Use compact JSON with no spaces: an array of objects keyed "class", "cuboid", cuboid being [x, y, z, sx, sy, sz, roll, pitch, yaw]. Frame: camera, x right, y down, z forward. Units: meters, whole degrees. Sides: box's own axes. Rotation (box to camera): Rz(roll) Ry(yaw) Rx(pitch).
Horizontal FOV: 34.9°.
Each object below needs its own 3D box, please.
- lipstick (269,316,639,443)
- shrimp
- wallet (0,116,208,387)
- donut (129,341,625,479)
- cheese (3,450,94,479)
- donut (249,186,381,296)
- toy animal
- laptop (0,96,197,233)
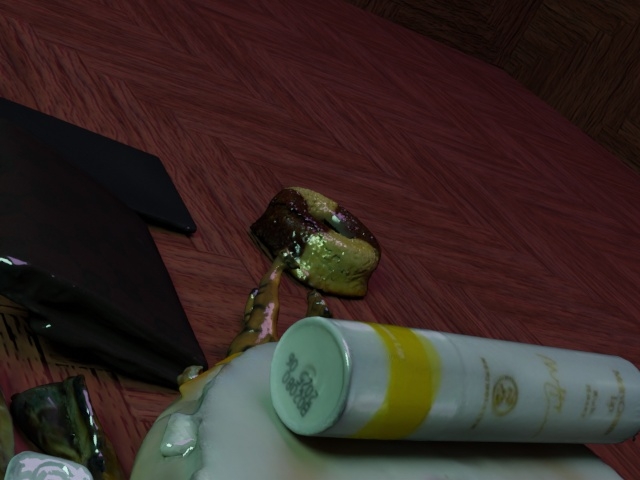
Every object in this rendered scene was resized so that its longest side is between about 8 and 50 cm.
[{"class":"lipstick","cuboid":[0.089,0.082,0.559,0.264,0.059,0.059,12,26,-43]},{"class":"shrimp","cuboid":[-0.167,0.107,0.560,0.145,0.059,0.254,21,22,-29]},{"class":"wallet","cuboid":[-0.180,0.005,0.767,0.182,0.049,0.229,36,14,-34]},{"class":"donut","cuboid":[0.064,0.204,0.518,0.383,0.142,0.382,27,20,-11]},{"class":"cheese","cuboid":[-0.124,0.182,0.403,0.127,0.049,0.235,17,37,-12]},{"class":"donut","cuboid":[0.000,0.000,1.043,0.140,0.059,0.140,29,19,-11]},{"class":"toy animal","cuboid":[-0.036,0.090,0.754,0.114,0.116,0.255,59,-2,-12]},{"class":"laptop","cuboid":[-0.213,-0.068,0.946,0.197,0.016,0.135,21,23,-39]}]
